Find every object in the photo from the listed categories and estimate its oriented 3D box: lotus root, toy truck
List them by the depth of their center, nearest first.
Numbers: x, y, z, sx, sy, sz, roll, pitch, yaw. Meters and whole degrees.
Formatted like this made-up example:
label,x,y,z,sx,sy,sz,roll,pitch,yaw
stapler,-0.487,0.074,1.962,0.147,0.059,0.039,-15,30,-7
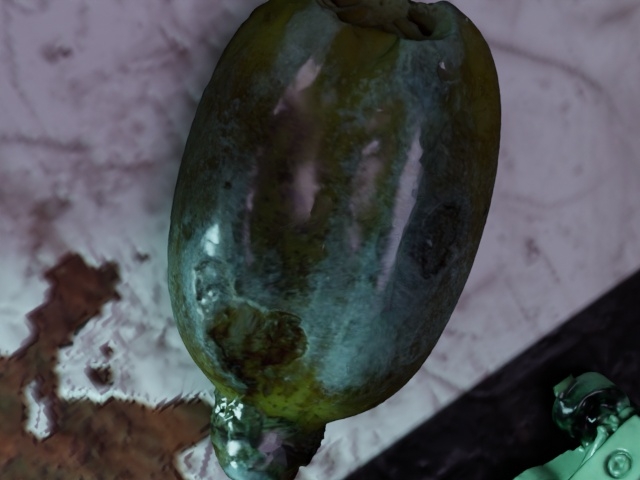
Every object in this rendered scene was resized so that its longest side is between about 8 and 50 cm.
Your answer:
label,x,y,z,sx,sy,sz,roll,pitch,yaw
lotus root,0.000,0.000,0.551,0.113,0.088,0.192,15,99,-5
toy truck,0.101,0.137,0.631,0.154,0.080,0.078,-47,139,-3
